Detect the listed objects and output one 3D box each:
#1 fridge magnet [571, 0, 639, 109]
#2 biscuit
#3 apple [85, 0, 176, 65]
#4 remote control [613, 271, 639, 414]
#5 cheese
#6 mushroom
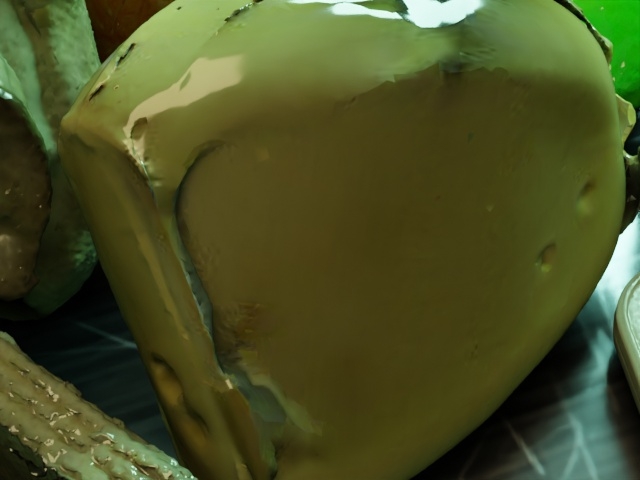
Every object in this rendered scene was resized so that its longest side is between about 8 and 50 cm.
[{"bbox_3d":[0.131,-0.145,0.869,0.208,0.088,0.208,-5,55,7],"label":"fridge magnet"},{"bbox_3d":[-0.123,0.104,0.668,0.250,0.147,0.046,32,65,29],"label":"biscuit"},{"bbox_3d":[-0.085,-0.160,0.834,0.211,0.211,0.188,-27,78,-15],"label":"apple"},{"bbox_3d":[0.204,0.104,0.704,0.078,0.042,0.221,-11,51,-2],"label":"remote control"},{"bbox_3d":[0.036,-0.023,0.703,0.316,0.259,0.128,-29,28,-25],"label":"cheese"},{"bbox_3d":[-0.199,-0.083,0.743,0.292,0.212,0.217,5,71,46],"label":"mushroom"}]
